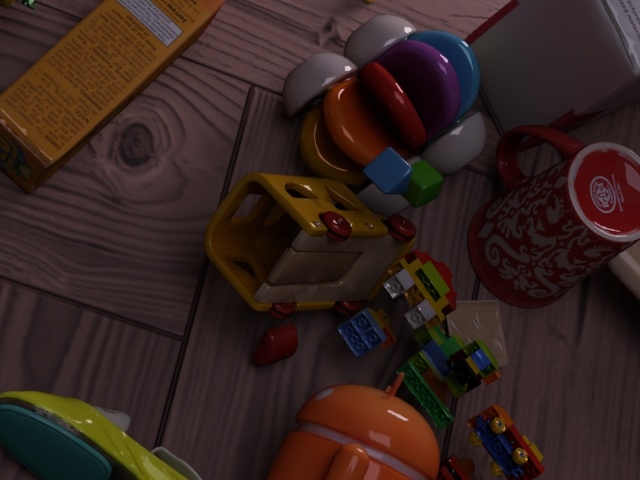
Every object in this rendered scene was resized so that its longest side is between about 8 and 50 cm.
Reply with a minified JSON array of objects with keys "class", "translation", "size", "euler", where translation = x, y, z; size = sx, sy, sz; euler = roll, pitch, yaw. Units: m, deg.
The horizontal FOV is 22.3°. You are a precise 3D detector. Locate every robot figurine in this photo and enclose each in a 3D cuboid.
[{"class":"robot figurine","translation":[0.015,0.208,1.282],"size":[0.158,0.128,0.219],"euler":[37,72,-43]}]

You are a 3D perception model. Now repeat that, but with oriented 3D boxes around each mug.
[{"class":"mug","translation":[0.205,-0.029,1.437],"size":[0.150,0.169,0.113],"euler":[48,63,-1]}]

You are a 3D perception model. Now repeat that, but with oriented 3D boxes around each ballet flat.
[{"class":"ballet flat","translation":[-0.157,0.180,1.284],"size":[0.231,0.077,0.077],"euler":[38,42,-9]}]

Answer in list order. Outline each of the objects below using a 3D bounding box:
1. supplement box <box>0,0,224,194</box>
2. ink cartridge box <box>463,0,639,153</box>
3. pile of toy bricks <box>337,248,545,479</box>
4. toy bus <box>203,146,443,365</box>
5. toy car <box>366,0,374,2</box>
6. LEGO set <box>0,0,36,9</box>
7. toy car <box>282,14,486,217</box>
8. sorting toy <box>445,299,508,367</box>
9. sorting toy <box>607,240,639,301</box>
[{"class":"supplement box","translation":[-0.186,-0.147,1.374],"size":[0.080,0.078,0.233],"euler":[42,62,-4]},{"class":"ink cartridge box","translation":[0.318,-0.216,1.516],"size":[0.306,0.226,0.131],"euler":[-26,84,-28]},{"class":"pile of toy bricks","translation":[0.110,0.115,1.391],"size":[0.212,0.118,0.105],"euler":[55,33,1]},{"class":"toy bus","translation":[-0.004,-0.004,1.368],"size":[0.191,0.202,0.104],"euler":[-33,63,-19]},{"class":"toy car","translation":[0.087,-0.276,1.547],"size":[0.060,0.040,0.122],"euler":[23,65,-13]},{"class":"LEGO set","translation":[-0.399,-0.195,1.283],"size":[0.331,0.192,0.255],"euler":[21,36,-17]},{"class":"toy car","translation":[0.069,-0.122,1.433],"size":[0.182,0.136,0.159],"euler":[-35,87,-28]},{"class":"sorting toy","translation":[0.127,0.085,1.455],"size":[0.083,0.012,0.062],"euler":[0,77,-25]},{"class":"sorting toy","translation":[0.373,0.030,1.541],"size":[0.193,0.038,0.208],"euler":[47,48,-1]}]
